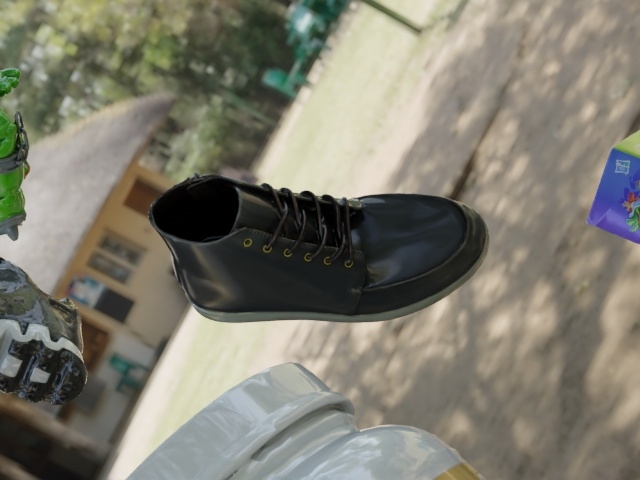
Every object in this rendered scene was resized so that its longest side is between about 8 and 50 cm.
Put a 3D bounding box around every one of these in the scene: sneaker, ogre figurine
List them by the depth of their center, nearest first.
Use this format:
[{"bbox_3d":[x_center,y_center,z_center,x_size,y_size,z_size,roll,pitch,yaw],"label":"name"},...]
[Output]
[{"bbox_3d":[0.000,0.000,0.964,0.118,0.222,0.083,64,-162,-60],"label":"sneaker"},{"bbox_3d":[-0.268,-0.076,1.043,0.097,0.197,0.118,-44,-40,-42],"label":"ogre figurine"},{"bbox_3d":[-0.294,0.051,1.135,0.106,0.234,0.078,-89,25,-55],"label":"sneaker"}]

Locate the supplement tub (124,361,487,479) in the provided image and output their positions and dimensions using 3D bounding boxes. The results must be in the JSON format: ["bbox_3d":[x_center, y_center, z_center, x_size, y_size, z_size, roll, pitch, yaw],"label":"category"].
[{"bbox_3d":[0.041,0.227,0.630,0.228,0.316,0.228,-44,-18,-18],"label":"supplement tub"}]

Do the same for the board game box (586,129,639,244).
[{"bbox_3d":[0.424,-0.045,1.367,0.347,0.233,0.078,-27,-43,-59],"label":"board game box"}]
